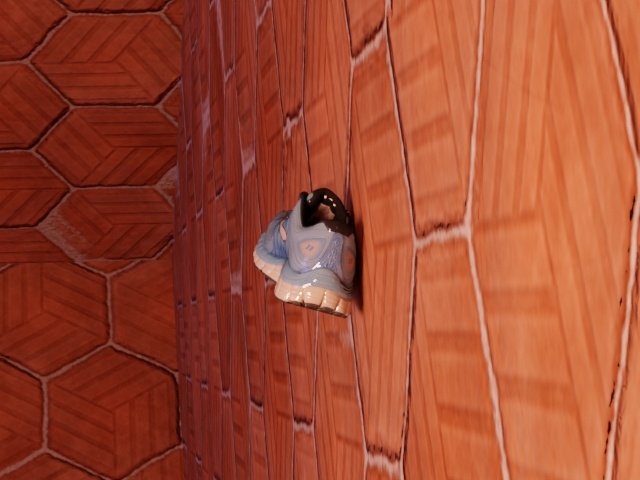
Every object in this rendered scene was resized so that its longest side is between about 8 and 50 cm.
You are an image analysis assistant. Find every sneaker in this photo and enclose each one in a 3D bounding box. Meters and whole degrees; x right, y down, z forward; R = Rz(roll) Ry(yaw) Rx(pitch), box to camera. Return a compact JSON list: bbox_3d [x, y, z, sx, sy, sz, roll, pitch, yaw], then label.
[{"bbox_3d":[0.000,0.000,1.313,0.162,0.063,0.073,-133,60,-73],"label":"sneaker"}]
